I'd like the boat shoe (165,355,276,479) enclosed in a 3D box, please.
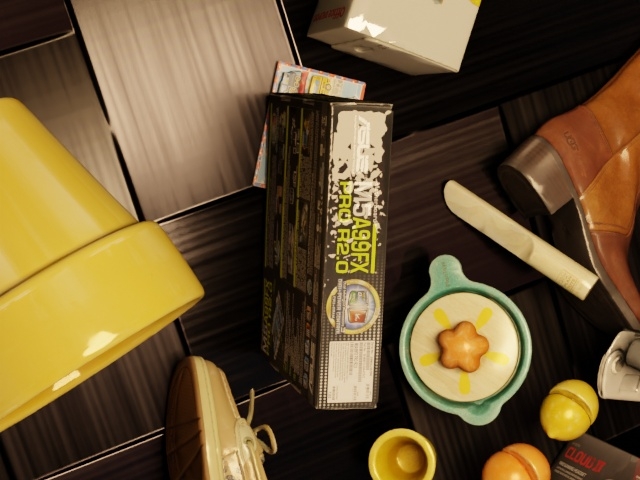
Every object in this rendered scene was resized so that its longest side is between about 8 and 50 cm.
[{"bbox_3d":[-0.082,0.249,1.237,0.089,0.104,0.285,-6,75,-28],"label":"boat shoe"}]

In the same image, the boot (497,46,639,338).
[{"bbox_3d":[0.356,-0.061,1.396,0.280,0.096,0.264,-38,97,-19],"label":"boot"}]

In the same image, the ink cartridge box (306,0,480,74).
[{"bbox_3d":[0.084,-0.263,1.254,0.127,0.128,0.176,19,90,-18],"label":"ink cartridge box"}]

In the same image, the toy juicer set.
[{"bbox_3d":[0.183,0.116,1.293,0.209,0.089,0.329,14,89,16],"label":"toy juicer set"}]

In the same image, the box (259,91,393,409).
[{"bbox_3d":[0.000,0.000,1.196,0.060,0.216,0.270,0,98,-16],"label":"box"}]

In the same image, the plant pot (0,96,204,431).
[{"bbox_3d":[-0.268,0.017,1.120,0.254,0.254,0.239,-32,88,-12],"label":"plant pot"}]

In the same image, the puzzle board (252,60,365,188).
[{"bbox_3d":[-0.010,-0.108,1.299,0.096,0.011,0.128,12,92,-18],"label":"puzzle board"}]

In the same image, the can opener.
[{"bbox_3d":[0.397,0.146,1.368,0.280,0.093,0.074,10,100,-42],"label":"can opener"}]

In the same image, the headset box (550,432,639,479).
[{"bbox_3d":[0.288,0.338,1.321,0.110,0.218,0.293,37,85,-17],"label":"headset box"}]
